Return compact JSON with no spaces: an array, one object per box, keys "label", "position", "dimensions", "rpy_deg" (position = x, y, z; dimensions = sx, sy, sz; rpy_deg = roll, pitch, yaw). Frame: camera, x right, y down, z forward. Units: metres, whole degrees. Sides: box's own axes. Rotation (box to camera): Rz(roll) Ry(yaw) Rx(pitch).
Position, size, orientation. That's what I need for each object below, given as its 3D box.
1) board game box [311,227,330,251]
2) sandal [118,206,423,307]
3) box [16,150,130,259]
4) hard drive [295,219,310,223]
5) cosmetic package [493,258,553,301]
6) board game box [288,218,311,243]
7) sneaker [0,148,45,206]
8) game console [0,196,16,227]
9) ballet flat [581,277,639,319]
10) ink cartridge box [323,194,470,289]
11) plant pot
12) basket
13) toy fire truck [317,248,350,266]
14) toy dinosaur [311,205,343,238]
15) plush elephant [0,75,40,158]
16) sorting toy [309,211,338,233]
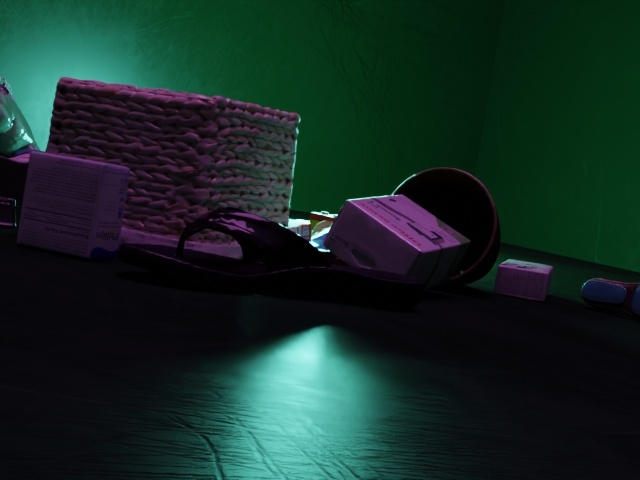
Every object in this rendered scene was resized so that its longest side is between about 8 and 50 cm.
[{"label":"board game box","position":[0.022,0.014,2.059],"dimensions":[0.169,0.033,0.133],"rpy_deg":[-32,19,-34]},{"label":"sandal","position":[-0.063,0.017,1.504],"dimensions":[0.446,0.107,0.167],"rpy_deg":[7,4,-26]},{"label":"box","position":[-0.352,-0.050,1.544],"dimensions":[0.126,0.137,0.072],"rpy_deg":[11,3,21]},{"label":"hard drive","position":[0.012,-0.012,2.612],"dimensions":[0.210,0.040,0.319],"rpy_deg":[10,4,7]},{"label":"cosmetic package","position":[0.405,0.076,2.142],"dimensions":[0.099,0.060,0.239],"rpy_deg":[11,4,13]},{"label":"board game box","position":[-0.135,-0.015,2.077],"dimensions":[0.147,0.045,0.193],"rpy_deg":[-12,17,-43]},{"label":"sneaker","position":[-0.613,-0.122,2.145],"dimensions":[0.295,0.123,0.178],"rpy_deg":[-9,1,-33]},{"label":"game console","position":[-0.574,-0.039,1.799],"dimensions":[0.122,0.071,0.107],"rpy_deg":[9,-26,-22]},{"label":"ballet flat","position":[0.586,0.113,2.012],"dimensions":[0.206,0.073,0.067],"rpy_deg":[18,-6,44]},{"label":"ink cartridge box","position":[0.129,0.004,1.788],"dimensions":[0.160,0.092,0.219],"rpy_deg":[36,19,20]},{"label":"plant pot","position":[0.253,0.001,2.042],"dimensions":[0.215,0.215,0.230],"rpy_deg":[11,-10,26]},{"label":"basket","position":[-0.248,-0.112,1.809],"dimensions":[0.331,0.266,0.328],"rpy_deg":[9,4,25]},{"label":"toy fire truck","position":[0.035,0.039,1.860],"dimensions":[0.192,0.047,0.135],"rpy_deg":[10,4,13]},{"label":"toy dinosaur","position":[0.000,0.000,2.168],"dimensions":[0.053,0.183,0.092],"rpy_deg":[50,9,-43]},{"label":"plush elephant","position":[-0.777,-0.216,2.384],"dimensions":[0.330,0.255,0.272],"rpy_deg":[58,-5,42]},{"label":"sorting toy","position":[0.118,0.004,2.280],"dimensions":[0.255,0.089,0.257],"rpy_deg":[7,4,-32]}]
